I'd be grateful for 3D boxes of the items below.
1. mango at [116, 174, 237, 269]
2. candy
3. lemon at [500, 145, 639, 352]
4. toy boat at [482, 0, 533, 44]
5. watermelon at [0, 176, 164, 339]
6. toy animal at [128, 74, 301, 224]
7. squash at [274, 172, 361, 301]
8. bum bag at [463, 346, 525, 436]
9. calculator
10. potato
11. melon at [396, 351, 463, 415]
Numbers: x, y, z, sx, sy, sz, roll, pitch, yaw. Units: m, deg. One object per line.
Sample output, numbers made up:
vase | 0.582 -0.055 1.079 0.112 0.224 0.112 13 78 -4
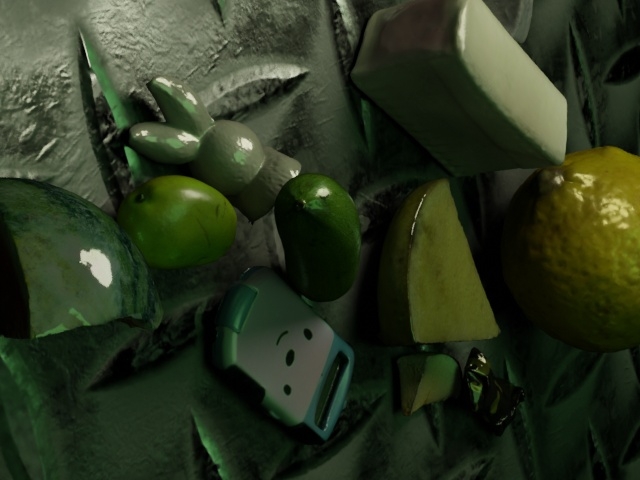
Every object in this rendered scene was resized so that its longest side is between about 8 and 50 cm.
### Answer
mango | -0.172 -0.024 1.503 0.163 0.089 0.117 -7 119 -44
candy | 0.227 -0.238 1.940 0.359 0.208 0.145 36 59 -44
lemon | 0.475 0.011 2.141 0.387 0.350 0.349 42 56 -38
toy boat | 0.325 -0.508 2.181 0.276 0.111 0.293 64 31 -26
watermelon | -0.272 0.037 1.322 0.256 0.260 0.176 36 73 -25
toy animal | -0.145 -0.119 1.575 0.221 0.131 0.103 34 93 -17
squash | 0.000 0.000 1.608 0.395 0.107 0.107 79 22 -70
bum bag | 0.285 0.258 2.091 0.232 0.060 0.106 40 52 -54
calculator | -0.047 0.161 1.695 0.293 0.051 0.173 46 52 -40
potato | 0.163 0.035 1.923 0.269 0.112 0.255 3 82 -55
melon | 0.183 0.220 1.984 0.182 0.054 0.097 -6 98 -58
